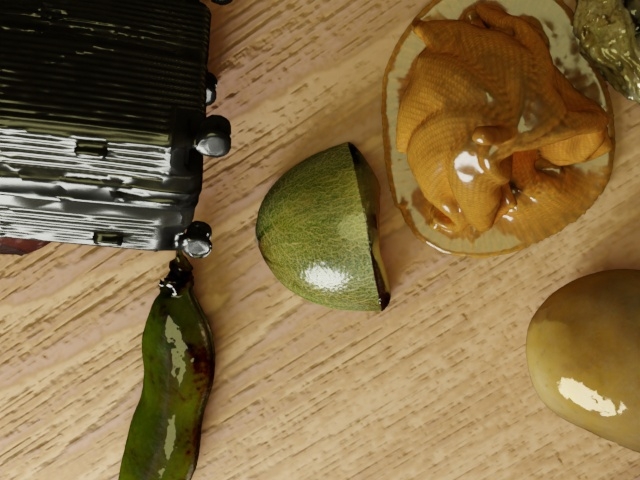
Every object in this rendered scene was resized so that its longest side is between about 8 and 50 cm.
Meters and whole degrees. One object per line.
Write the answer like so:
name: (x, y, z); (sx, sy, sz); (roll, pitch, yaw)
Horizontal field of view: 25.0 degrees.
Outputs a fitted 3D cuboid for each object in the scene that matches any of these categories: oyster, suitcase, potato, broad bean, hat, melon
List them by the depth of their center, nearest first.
hat: (0.134, -0.088, 1.192); (0.233, 0.233, 0.244); (45, 103, 1)
suitcase: (-0.245, -0.125, 1.200); (0.335, 0.229, 0.152); (6, 135, -8)
oyster: (0.282, -0.134, 1.209); (0.072, 0.133, 0.209); (-31, 121, 28)
potato: (0.295, 0.107, 1.254); (0.234, 0.146, 0.150); (14, 72, 8)
melon: (0.000, 0.000, 1.310); (0.128, 0.079, 0.160); (-11, 98, 11)
broad bean: (-0.146, 0.168, 1.375); (0.077, 0.061, 0.339); (14, 101, 15)

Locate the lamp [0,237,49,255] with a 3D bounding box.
lamp: (-0.302, -0.057, 1.325); (0.156, 0.157, 0.135); (6, 82, 23)
